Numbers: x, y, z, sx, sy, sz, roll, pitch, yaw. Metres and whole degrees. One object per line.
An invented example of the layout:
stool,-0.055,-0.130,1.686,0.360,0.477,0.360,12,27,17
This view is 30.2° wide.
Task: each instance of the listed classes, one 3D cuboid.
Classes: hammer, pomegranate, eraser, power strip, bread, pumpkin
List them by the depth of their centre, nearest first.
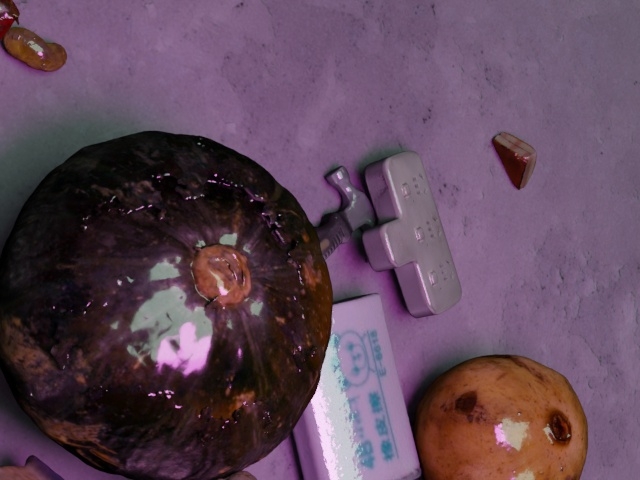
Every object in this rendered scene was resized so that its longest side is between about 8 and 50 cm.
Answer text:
pumpkin,-0.192,0.084,1.497,0.454,0.344,0.454,6,73,-21
eraser,0.038,0.238,1.791,0.189,0.104,0.290,-12,88,-32
hammer,0.000,0.000,1.844,0.226,0.041,0.159,-36,100,-35
pomegranate,0.281,0.309,1.845,0.281,0.281,0.281,7,77,-33
power strip,0.136,-0.004,1.890,0.193,0.059,0.265,-22,95,-57
bread,0.354,-0.144,2.102,0.043,0.062,0.109,-37,105,-34

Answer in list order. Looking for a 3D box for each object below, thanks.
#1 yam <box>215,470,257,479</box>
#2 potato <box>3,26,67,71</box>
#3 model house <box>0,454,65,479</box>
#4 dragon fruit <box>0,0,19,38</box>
yam,-0.142,0.423,1.456,0.071,0.067,0.317,-42,152,-68
potato,-0.390,-0.259,1.625,0.092,0.045,0.046,24,33,-31
model house,-0.371,0.437,1.419,0.280,0.245,0.312,15,100,-59
dragon fruit,-0.490,-0.289,1.519,0.161,0.127,0.120,43,53,-21
